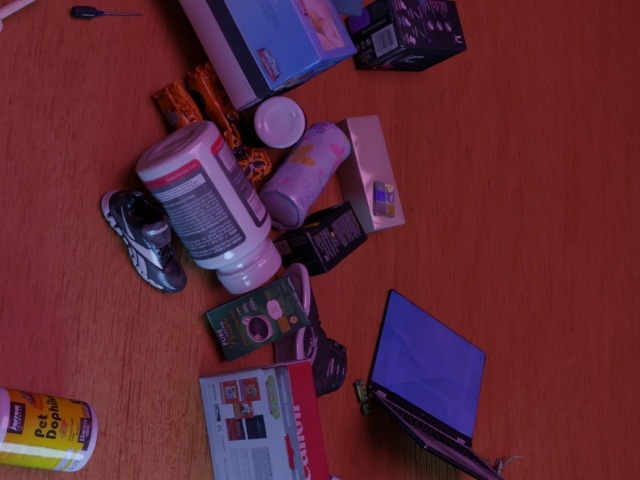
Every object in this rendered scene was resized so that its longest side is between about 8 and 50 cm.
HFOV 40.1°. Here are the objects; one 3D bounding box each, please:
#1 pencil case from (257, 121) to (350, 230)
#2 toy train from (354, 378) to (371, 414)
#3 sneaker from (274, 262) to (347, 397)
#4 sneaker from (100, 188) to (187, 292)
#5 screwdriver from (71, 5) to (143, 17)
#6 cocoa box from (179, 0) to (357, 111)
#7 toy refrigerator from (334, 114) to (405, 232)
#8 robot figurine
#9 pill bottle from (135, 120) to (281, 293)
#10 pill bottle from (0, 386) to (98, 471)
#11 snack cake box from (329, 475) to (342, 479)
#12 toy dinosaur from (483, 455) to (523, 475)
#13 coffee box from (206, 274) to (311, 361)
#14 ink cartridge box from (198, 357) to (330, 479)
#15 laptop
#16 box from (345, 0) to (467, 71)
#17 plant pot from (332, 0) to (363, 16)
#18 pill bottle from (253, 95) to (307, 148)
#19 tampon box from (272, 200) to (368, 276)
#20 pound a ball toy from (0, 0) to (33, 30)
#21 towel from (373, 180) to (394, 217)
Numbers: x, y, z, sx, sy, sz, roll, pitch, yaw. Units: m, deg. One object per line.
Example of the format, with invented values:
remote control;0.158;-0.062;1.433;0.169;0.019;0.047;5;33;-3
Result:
pencil case;-0.033;-0.144;1.944;0.273;0.113;0.124;-58;152;-36
toy train;0.095;0.356;1.990;0.023;0.017;0.083;-15;88;-33
sneaker;-0.018;0.198;1.877;0.146;0.104;0.296;5;81;-44
sneaker;-0.316;-0.001;1.649;0.078;0.106;0.234;-44;108;-40
screwdriver;-0.421;-0.449;1.744;0.169;0.024;0.025;-7;112;-50
cocoa box;-0.122;-0.485;1.826;0.347;0.227;0.231;63;26;-5
toy refrigerator;0.106;-0.154;2.095;0.102;0.094;0.270;-13;87;-37
robot figurine;-0.210;-0.215;1.822;0.211;0.085;0.291;-44;108;-40
pill bottle;-0.205;-0.057;1.708;0.176;0.176;0.319;-50;121;-39
pill bottle;-0.477;0.302;1.407;0.214;0.117;0.117;19;66;-38
snack cake box;0.058;0.571;1.800;0.264;0.152;0.089;36;56;-30
toy dinosaur;0.446;0.593;2.235;0.183;0.053;0.093;-50;128;-31
coffee box;-0.125;0.155;1.761;0.184;0.040;0.113;-26;96;-8
ink cartridge box;-0.081;0.387;1.642;0.130;0.271;0.310;-3;81;-43
laptop;0.322;0.363;2.056;0.382;0.408;0.236;34;91;-31
box;0.223;-0.529;2.255;0.270;0.165;0.144;-10;85;-43
plant pot;-0.034;-0.619;2.017;0.234;0.165;0.166;-4;114;-32
pill bottle;-0.082;-0.253;1.885;0.180;0.107;0.108;-80;146;-82
tampon box;0.000;0.000;1.930;0.161;0.120;0.102;-38;105;-42
pound a ball toy;-0.564;-0.530;1.578;0.319;0.135;0.208;-52;139;-38
towel;0.150;-0.095;2.047;0.060;0.009;0.083;10;74;-32
